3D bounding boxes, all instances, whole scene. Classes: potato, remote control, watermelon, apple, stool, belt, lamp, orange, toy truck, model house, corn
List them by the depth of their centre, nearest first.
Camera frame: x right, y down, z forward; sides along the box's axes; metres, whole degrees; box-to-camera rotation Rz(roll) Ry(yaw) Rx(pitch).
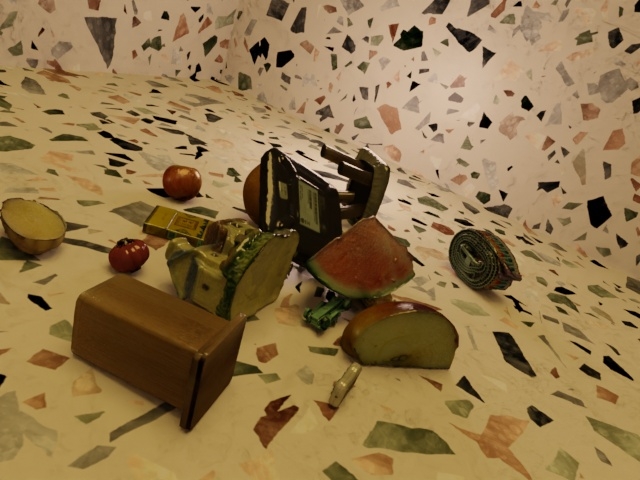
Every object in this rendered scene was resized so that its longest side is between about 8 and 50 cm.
[{"bbox_3d":[0.058,0.340,1.239,0.032,0.074,0.122,30,24,14],"label":"remote control"},{"bbox_3d":[-0.762,-0.028,1.369,0.164,0.081,0.200,6,29,-47],"label":"potato"},{"bbox_3d":[-0.514,0.039,1.404,0.107,0.092,0.107,-15,24,7],"label":"lamp"},{"bbox_3d":[-0.245,0.044,1.409,0.266,0.261,0.321,26,18,18],"label":"model house"},{"bbox_3d":[0.228,0.262,1.448,0.346,0.179,0.254,11,-13,-23],"label":"apple"},{"bbox_3d":[0.017,0.212,1.499,0.080,0.078,0.154,24,36,27],"label":"toy truck"},{"bbox_3d":[0.137,0.083,1.562,0.222,0.292,0.319,48,-8,13],"label":"watermelon"},{"bbox_3d":[0.149,0.142,1.714,0.093,0.093,0.244,6,27,-30],"label":"corn"},{"bbox_3d":[-0.506,-0.208,1.911,0.146,0.146,0.146,17,24,-8],"label":"apple"},{"bbox_3d":[-0.152,-0.165,1.913,0.274,0.274,0.274,17,24,-8],"label":"orange"},{"bbox_3d":[0.645,0.082,2.108,0.160,0.207,0.295,8,41,-35],"label":"belt"},{"bbox_3d":[0.115,-0.238,2.235,0.226,0.310,0.310,8,24,-25],"label":"stool"}]

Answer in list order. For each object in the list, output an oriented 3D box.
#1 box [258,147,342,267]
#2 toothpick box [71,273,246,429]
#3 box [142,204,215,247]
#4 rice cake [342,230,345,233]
[{"bbox_3d":[-0.061,-0.092,1.703,0.350,0.091,0.359,27,51,-43],"label":"box"},{"bbox_3d":[-0.339,0.209,1.084,0.308,0.187,0.190,22,24,12],"label":"toothpick box"},{"bbox_3d":[-0.419,-0.033,1.703,0.279,0.041,0.153,17,25,-9],"label":"box"},{"bbox_3d":[0.102,0.005,2.023,0.256,0.052,0.057,33,56,26],"label":"rice cake"}]
